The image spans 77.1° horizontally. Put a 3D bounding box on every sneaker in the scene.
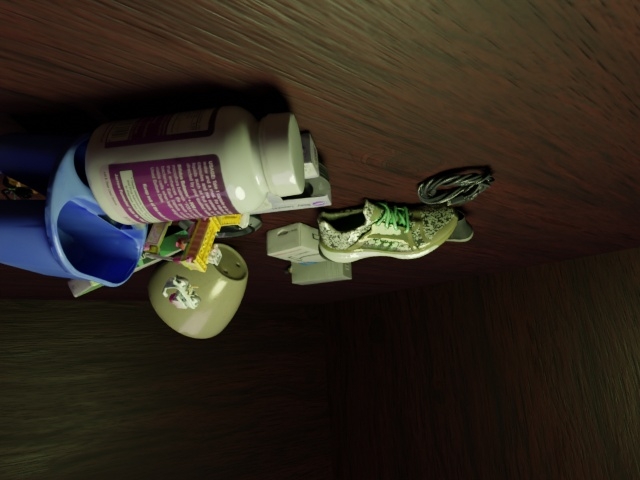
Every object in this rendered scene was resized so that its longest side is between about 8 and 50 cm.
[{"bbox_3d":[0.173,-0.044,1.116,0.411,0.157,0.182,-11,147,11],"label":"sneaker"},{"bbox_3d":[0.354,-0.052,1.259,0.222,0.083,0.118,-4,149,30],"label":"sneaker"}]

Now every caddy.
[{"bbox_3d":[-0.412,-0.048,0.716,0.180,0.241,0.341,6,166,-2],"label":"caddy"}]

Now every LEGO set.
[{"bbox_3d":[-0.229,-0.017,0.750,0.107,0.286,0.132,7,130,9],"label":"LEGO set"}]

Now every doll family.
[{"bbox_3d":[-0.553,-0.124,0.737,0.112,0.075,0.193,2,160,-3],"label":"doll family"}]

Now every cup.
[{"bbox_3d":[-0.397,0.143,1.426,0.237,0.330,0.331,-41,148,24],"label":"cup"}]

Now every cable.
[{"bbox_3d":[0.328,-0.133,0.977,0.151,0.047,0.184,9,164,-25],"label":"cable"}]

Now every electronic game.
[{"bbox_3d":[-0.280,-0.049,1.132,0.230,0.048,0.229,-4,167,-1],"label":"electronic game"}]

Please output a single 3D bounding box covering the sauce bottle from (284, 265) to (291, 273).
[{"bbox_3d":[-0.128,0.136,1.905,0.042,0.042,0.128,8,160,-38],"label":"sauce bottle"}]

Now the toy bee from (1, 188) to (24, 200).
[{"bbox_3d":[-0.669,-0.067,0.659,0.195,0.162,0.298,36,169,46],"label":"toy bee"}]

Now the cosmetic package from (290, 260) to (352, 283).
[{"bbox_3d":[0.001,0.110,1.669,0.238,0.127,0.107,-9,164,26],"label":"cosmetic package"}]

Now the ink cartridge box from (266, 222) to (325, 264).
[{"bbox_3d":[-0.061,0.016,1.348,0.148,0.085,0.203,-15,160,35],"label":"ink cartridge box"}]

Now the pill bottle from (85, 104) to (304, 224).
[{"bbox_3d":[-0.183,-0.120,0.636,0.302,0.169,0.169,-5,166,7],"label":"pill bottle"}]

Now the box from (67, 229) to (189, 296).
[{"bbox_3d":[-0.554,0.061,1.197,0.232,0.058,0.322,-19,-171,46],"label":"box"}]

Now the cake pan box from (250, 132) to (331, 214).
[{"bbox_3d":[-0.114,-0.126,0.838,0.267,0.070,0.246,-5,168,8],"label":"cake pan box"}]

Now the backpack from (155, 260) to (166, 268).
[{"bbox_3d":[-0.596,0.156,1.663,0.174,0.158,0.117,5,-172,24],"label":"backpack"}]
